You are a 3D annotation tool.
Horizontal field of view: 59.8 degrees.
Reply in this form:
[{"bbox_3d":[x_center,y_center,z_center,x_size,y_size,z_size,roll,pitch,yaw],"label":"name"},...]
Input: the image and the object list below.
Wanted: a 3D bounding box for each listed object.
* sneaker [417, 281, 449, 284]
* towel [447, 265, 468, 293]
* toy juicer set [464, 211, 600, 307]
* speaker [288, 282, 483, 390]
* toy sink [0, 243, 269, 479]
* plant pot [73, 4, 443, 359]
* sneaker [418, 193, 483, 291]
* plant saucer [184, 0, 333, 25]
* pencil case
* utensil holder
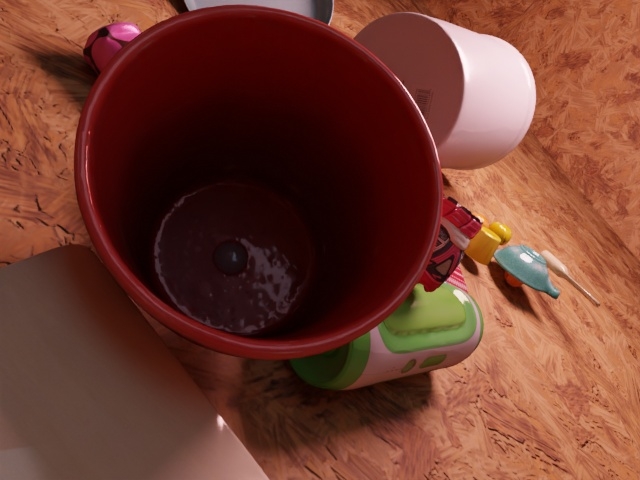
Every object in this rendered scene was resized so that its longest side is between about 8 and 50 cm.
[{"bbox_3d":[0.154,0.068,0.908,0.211,0.080,0.081,51,22,-4],"label":"sneaker"},{"bbox_3d":[0.188,-0.016,1.082,0.198,0.031,0.275,26,37,-31],"label":"towel"},{"bbox_3d":[0.445,0.048,1.261,0.328,0.090,0.209,27,21,-12],"label":"toy juicer set"},{"bbox_3d":[0.094,0.116,0.725,0.296,0.131,0.131,4,49,-47],"label":"speaker"},{"bbox_3d":[-0.175,0.146,0.371,0.234,0.131,0.153,51,31,2],"label":"toy sink"},{"bbox_3d":[-0.065,-0.017,0.501,0.274,0.243,0.275,5,70,-15],"label":"plant pot"},{"bbox_3d":[0.079,-0.014,0.775,0.120,0.112,0.299,34,-9,-27],"label":"sneaker"},{"bbox_3d":[-0.130,-0.507,1.149,0.317,0.044,0.318,5,72,-15],"label":"plant saucer"},{"bbox_3d":[-0.225,-0.211,0.775,0.209,0.095,0.098,46,66,0],"label":"pencil case"},{"bbox_3d":[0.256,-0.317,1.243,0.385,0.327,0.328,-11,61,-51],"label":"utensil holder"}]
